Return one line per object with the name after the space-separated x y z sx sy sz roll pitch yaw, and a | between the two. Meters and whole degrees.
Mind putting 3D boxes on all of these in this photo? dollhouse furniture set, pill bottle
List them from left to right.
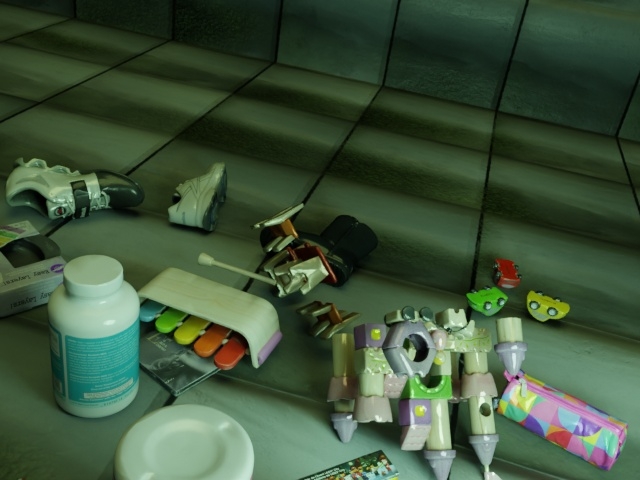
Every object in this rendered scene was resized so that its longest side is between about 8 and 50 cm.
-0.379 0.158 1.164 0.146 0.264 0.146 7 31 -4 | pill bottle
-0.173 0.359 0.861 0.160 0.283 0.160 7 30 -4 | pill bottle
-0.028 0.054 1.454 0.135 0.262 0.259 -30 7 -18 | dollhouse furniture set

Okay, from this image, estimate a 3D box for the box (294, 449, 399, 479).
0.005 0.391 0.906 0.159 0.233 0.044 -9 36 -29 | box

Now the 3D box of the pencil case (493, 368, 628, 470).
0.439 0.325 1.274 0.236 0.104 0.104 25 34 24 | pencil case

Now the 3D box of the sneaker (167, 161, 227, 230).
-0.320 -0.132 1.837 0.129 0.111 0.297 4 29 3 | sneaker

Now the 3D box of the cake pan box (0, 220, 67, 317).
-0.677 0.064 1.440 0.267 0.070 0.246 -17 41 -38 | cake pan box

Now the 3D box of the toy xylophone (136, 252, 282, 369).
-0.218 0.132 1.397 0.322 0.081 0.236 22 32 21 | toy xylophone

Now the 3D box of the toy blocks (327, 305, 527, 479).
0.185 0.271 1.153 0.288 0.309 0.260 6 72 -21 | toy blocks

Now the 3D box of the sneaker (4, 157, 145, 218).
-0.610 -0.102 1.714 0.330 0.122 0.146 7 48 -6 | sneaker

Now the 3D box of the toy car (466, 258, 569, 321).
0.435 0.135 1.640 0.225 0.053 0.239 -10 34 -29 | toy car

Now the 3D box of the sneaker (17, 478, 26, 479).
-0.470 0.412 0.910 0.128 0.087 0.221 -4 20 -7 | sneaker

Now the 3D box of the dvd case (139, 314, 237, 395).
-0.251 0.208 1.360 0.164 0.018 0.221 28 35 30 | dvd case

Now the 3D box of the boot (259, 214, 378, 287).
0.000 0.000 1.703 0.246 0.094 0.207 25 37 13 | boot
